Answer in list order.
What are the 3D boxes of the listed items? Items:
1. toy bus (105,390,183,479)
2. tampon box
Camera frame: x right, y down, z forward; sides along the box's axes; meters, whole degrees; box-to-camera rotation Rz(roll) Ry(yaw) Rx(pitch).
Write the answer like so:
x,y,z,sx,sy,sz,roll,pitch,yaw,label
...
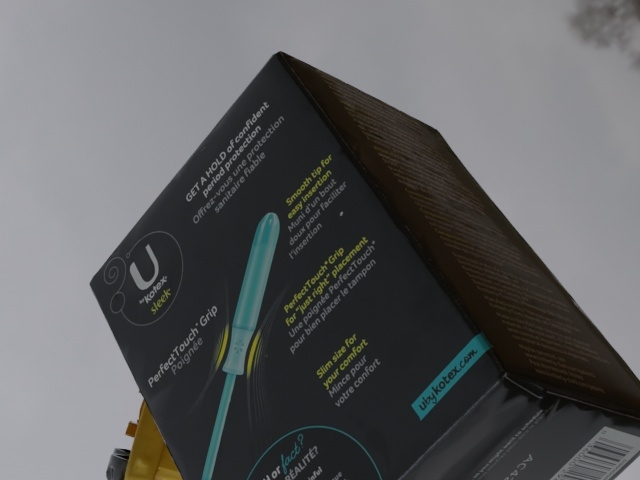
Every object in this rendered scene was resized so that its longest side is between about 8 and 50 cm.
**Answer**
x,y,z,sx,sy,sz,roll,pitch,yaw,label
-0.086,0.185,1.380,0.211,0.149,0.220,16,173,-6,toy bus
0.014,0.038,0.505,0.101,0.120,0.161,21,-153,-46,tampon box
